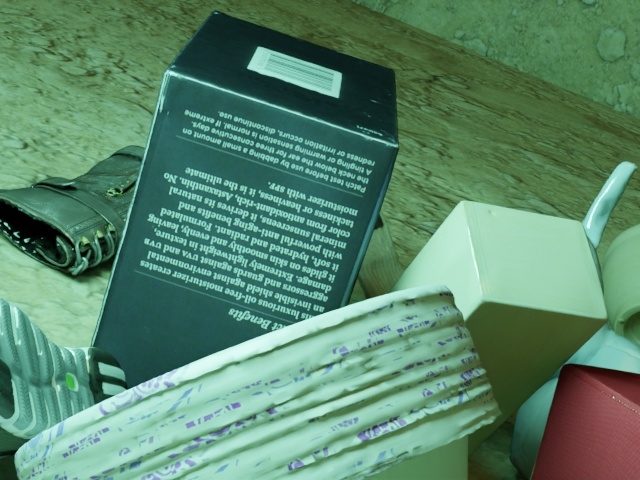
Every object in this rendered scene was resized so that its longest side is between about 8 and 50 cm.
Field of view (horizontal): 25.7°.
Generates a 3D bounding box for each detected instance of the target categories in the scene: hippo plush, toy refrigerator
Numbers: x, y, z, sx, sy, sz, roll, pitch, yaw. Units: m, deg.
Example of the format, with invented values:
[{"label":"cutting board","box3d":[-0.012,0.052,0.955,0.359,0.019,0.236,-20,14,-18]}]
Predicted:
[{"label":"hippo plush","box3d":[0.200,0.119,1.256,0.294,0.234,0.236,-23,72,-42]},{"label":"toy refrigerator","box3d":[0.092,0.085,1.045,0.102,0.269,0.094,9,51,-22]}]

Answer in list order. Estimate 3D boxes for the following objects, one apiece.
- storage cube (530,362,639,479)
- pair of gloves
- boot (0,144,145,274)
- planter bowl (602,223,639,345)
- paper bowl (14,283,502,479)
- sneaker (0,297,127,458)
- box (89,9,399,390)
[{"label":"storage cube","box3d":[0.264,0.209,0.955,0.184,0.215,0.193,7,14,-28]},{"label":"pair of gloves","box3d":[0.000,0.000,1.425,0.240,0.042,0.204,-6,66,-50]},{"label":"boot","box3d":[-0.185,-0.008,1.412,0.263,0.091,0.229,23,25,20]},{"label":"planter bowl","box3d":[0.390,0.073,1.591,0.162,0.162,0.109,20,45,10]},{"label":"paper bowl","box3d":[-0.026,0.143,0.844,0.284,0.284,0.148,-11,76,-56]},{"label":"sneaker","box3d":[-0.228,0.108,0.920,0.132,0.086,0.229,-19,-24,14]},{"label":"box","box3d":[-0.061,-0.002,1.134,0.183,0.294,0.296,18,18,-3]}]
